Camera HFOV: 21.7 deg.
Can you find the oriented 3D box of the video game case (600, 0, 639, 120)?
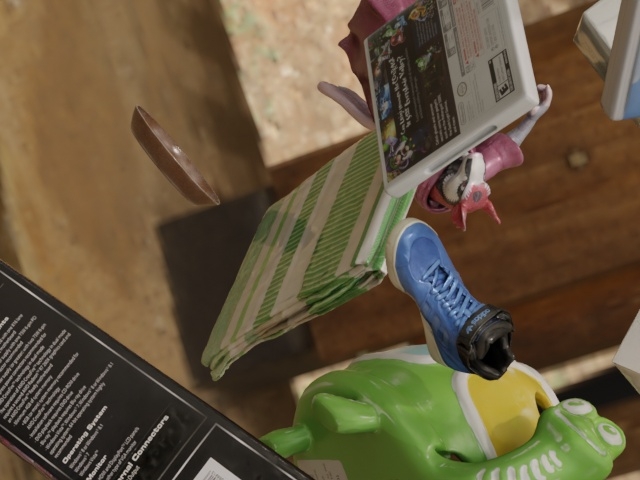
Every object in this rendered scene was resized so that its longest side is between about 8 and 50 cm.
[{"bbox_3d":[0.286,-0.177,1.067,0.212,0.193,0.023,94,-20,-43],"label":"video game case"}]

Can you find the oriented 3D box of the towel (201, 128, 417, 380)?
[{"bbox_3d":[0.000,0.000,1.739,0.038,0.325,0.248,34,52,-17],"label":"towel"}]

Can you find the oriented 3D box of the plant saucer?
[{"bbox_3d":[-0.194,-0.104,2.171,0.168,0.029,0.168,49,4,-4],"label":"plant saucer"}]

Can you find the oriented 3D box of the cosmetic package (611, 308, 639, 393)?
[{"bbox_3d":[0.360,0.128,1.613,0.099,0.060,0.239,-61,144,-12],"label":"cosmetic package"}]

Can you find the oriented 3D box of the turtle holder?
[{"bbox_3d":[0.111,0.187,1.494,0.243,0.227,0.320,54,-32,22],"label":"turtle holder"}]

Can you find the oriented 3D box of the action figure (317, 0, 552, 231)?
[{"bbox_3d":[0.113,-0.146,2.018,0.248,0.275,0.370,23,40,-40],"label":"action figure"}]

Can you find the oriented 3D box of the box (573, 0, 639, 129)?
[{"bbox_3d":[0.358,-0.178,1.535,0.182,0.181,0.119,54,2,6],"label":"box"}]

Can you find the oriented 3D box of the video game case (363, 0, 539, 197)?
[{"bbox_3d":[0.115,-0.156,1.527,0.022,0.173,0.190,27,43,-38],"label":"video game case"}]

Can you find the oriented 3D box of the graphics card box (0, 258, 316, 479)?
[{"bbox_3d":[-0.084,0.154,1.033,0.371,0.094,0.233,31,-14,24],"label":"graphics card box"}]

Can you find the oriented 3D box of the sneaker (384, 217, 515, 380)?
[{"bbox_3d":[0.110,0.050,1.332,0.058,0.084,0.152,-39,125,-26],"label":"sneaker"}]
